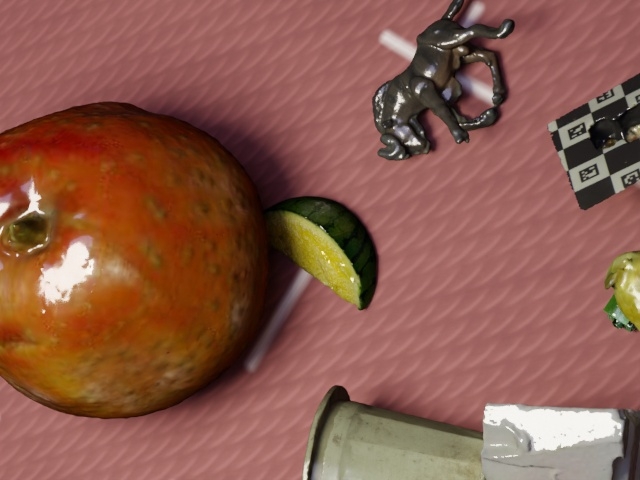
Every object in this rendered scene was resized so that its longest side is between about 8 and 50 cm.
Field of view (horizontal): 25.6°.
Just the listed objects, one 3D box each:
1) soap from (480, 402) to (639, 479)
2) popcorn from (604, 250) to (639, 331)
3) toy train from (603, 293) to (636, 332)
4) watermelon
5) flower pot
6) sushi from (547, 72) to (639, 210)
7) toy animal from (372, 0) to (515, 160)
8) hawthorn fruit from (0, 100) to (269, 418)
[{"bbox_3d":[0.254,0.312,1.475,0.158,0.258,0.302,4,84,20],"label":"soap"},{"bbox_3d":[0.488,0.012,1.414,0.335,0.279,0.274,17,55,-13],"label":"popcorn"},{"bbox_3d":[0.354,0.057,1.584,0.038,0.056,0.093,35,94,24],"label":"toy train"},{"bbox_3d":[0.007,-0.007,1.741,0.181,0.075,0.092,33,138,23],"label":"watermelon"},{"bbox_3d":[0.094,0.284,1.576,0.202,0.212,0.212,9,85,16],"label":"flower pot"},{"bbox_3d":[0.378,-0.117,1.585,0.215,0.050,0.192,-29,32,14],"label":"sushi"},{"bbox_3d":[0.145,-0.197,1.691,0.148,0.084,0.233,23,94,24],"label":"toy animal"},{"bbox_3d":[-0.263,0.017,1.653,0.402,0.403,0.403,-3,80,20],"label":"hawthorn fruit"}]
